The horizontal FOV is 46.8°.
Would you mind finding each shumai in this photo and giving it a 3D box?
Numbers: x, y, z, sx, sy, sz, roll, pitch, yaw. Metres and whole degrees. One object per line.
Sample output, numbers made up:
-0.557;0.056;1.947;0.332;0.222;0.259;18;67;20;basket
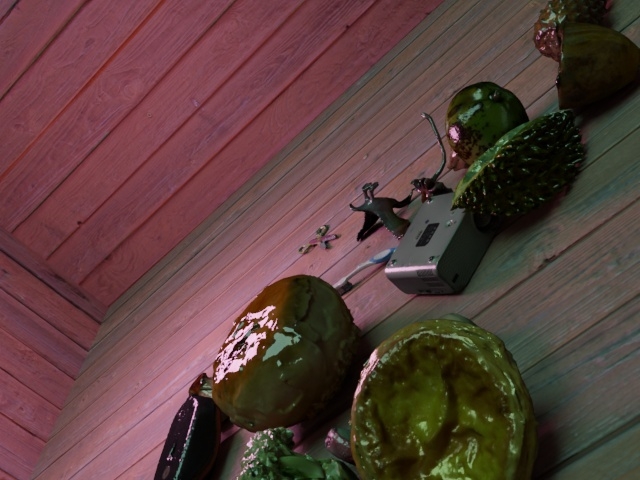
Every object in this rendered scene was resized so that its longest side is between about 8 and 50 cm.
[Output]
-0.298;0.426;2.103;0.201;0.120;0.201;-43;18;17;shumai

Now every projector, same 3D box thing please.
0.287;0.002;1.723;0.250;0.108;0.198;-55;22;-22;projector

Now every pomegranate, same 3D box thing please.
0.394;-0.280;1.889;0.277;0.204;0.222;-23;33;50;pomegranate

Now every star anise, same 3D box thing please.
0.311;-0.200;1.954;0.227;0.219;0.148;-59;-15;-13;star anise

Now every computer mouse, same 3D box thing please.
-0.339;0.556;1.930;0.183;0.116;0.323;-31;33;38;computer mouse

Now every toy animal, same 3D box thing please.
0.184;-0.098;2.093;0.197;0.160;0.272;-50;27;-11;toy animal

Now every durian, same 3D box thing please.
0.458;-0.173;1.646;0.394;0.163;0.198;-45;9;-26;durian

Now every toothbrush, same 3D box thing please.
0.176;0.035;1.985;0.386;0.040;0.040;-38;22;23;toothbrush

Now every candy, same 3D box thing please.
0.059;0.404;1.446;0.043;0.103;0.103;-68;21;1;candy

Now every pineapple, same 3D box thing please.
0.700;-0.637;1.996;0.175;0.175;0.361;-14;39;57;pineapple

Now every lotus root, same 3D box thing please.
0.635;-0.390;1.705;0.180;0.199;0.188;4;54;15;lotus root

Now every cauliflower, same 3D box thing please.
-0.036;0.485;1.364;0.250;0.275;0.272;-17;-2;-10;cauliflower

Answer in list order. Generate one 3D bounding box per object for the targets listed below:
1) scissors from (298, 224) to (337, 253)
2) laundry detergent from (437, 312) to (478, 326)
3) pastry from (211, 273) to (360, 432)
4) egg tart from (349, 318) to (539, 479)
0.000;0.000;2.432;0.133;0.020;0.187;-47;18;-13;scissors
0.243;0.252;1.371;0.181;0.091;0.253;-43;21;13;laundry detergent
-0.077;0.273;1.752;0.409;0.245;0.409;-43;21;21;pastry
0.204;0.297;1.198;0.342;0.132;0.341;-8;75;30;egg tart
